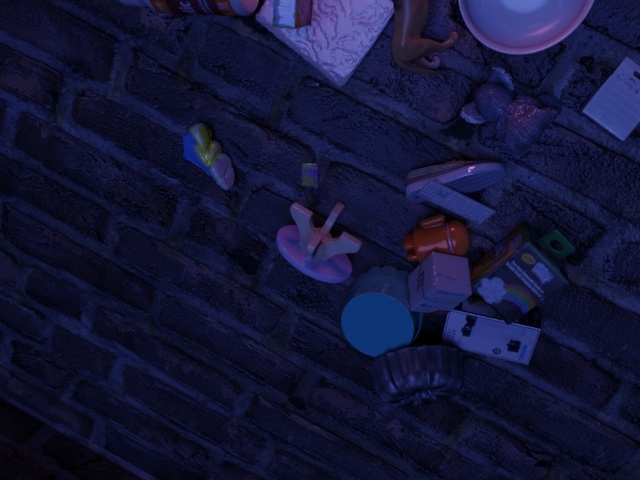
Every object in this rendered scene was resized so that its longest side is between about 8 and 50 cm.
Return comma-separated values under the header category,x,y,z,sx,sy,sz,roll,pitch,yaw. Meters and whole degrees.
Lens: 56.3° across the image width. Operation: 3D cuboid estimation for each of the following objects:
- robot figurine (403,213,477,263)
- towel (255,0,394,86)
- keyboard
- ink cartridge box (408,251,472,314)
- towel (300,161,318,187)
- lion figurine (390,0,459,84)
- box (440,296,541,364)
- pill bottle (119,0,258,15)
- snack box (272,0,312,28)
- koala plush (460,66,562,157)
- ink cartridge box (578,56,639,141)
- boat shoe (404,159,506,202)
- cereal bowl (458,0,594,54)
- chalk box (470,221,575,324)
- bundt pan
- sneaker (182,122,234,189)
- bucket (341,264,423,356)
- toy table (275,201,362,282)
category,x,y,z,sx,sy,sz,roll,pitch,yaw
robot figurine,0.373,0.006,1.875,0.219,0.128,0.158,-12,80,21
towel,0.023,-0.668,1.727,0.331,0.053,0.317,38,116,-3
keyboard,0.412,-0.114,1.805,0.256,0.014,0.072,22,139,-24
ink cartridge box,0.365,0.135,1.843,0.128,0.127,0.176,10,150,-15
towel,-0.036,-0.214,1.962,0.060,0.009,0.083,5,113,15
lion figurine,0.240,-0.599,1.592,0.240,0.142,0.392,-16,107,-24
box,0.549,0.287,1.948,0.289,0.087,0.169,13,127,11
pill bottle,-0.384,-0.763,1.707,0.392,0.224,0.224,7,114,13
snack box,-0.070,-0.687,1.617,0.070,0.174,0.207,9,114,12
koala plush,0.519,-0.358,1.654,0.221,0.203,0.196,43,117,9
ink cartridge box,0.824,-0.385,1.636,0.145,0.045,0.179,36,99,-1
boat shoe,0.396,-0.198,1.795,0.302,0.094,0.109,-12,150,14
cereal bowl,0.526,-0.657,1.537,0.338,0.141,0.339,6,114,13
chalk box,0.620,0.078,1.807,0.180,0.179,0.289,45,116,-5
bundt pan,0.325,0.463,1.984,0.330,0.124,0.331,-4,148,-3
sneaker,-0.381,-0.274,2.006,0.126,0.091,0.240,-10,111,39
bucket,0.205,0.240,1.989,0.281,0.183,0.281,7,115,15
toy table,0.000,0.000,1.933,0.274,0.252,0.161,23,134,-4
